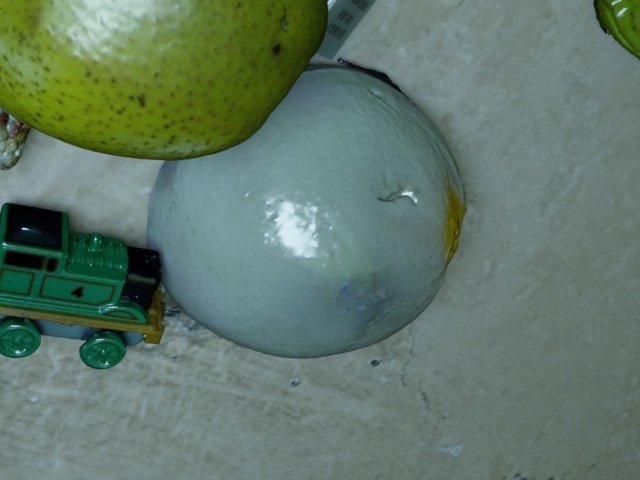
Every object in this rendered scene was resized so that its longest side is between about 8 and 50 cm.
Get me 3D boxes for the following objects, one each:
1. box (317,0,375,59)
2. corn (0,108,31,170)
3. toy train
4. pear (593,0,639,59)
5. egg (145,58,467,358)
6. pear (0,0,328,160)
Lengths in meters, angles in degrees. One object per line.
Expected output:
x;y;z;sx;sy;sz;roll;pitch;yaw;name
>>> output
0.057;-0.273;0.821;0.035;0.139;0.245;38;103;6;box
-0.325;-0.152;0.734;0.086;0.086;0.253;-41;129;3;corn
-0.238;0.040;0.872;0.228;0.091;0.136;9;125;-20;toy train
0.419;-0.243;0.934;0.164;0.255;0.238;-26;132;-11;pear
0.000;0.000;0.916;0.337;0.201;0.337;-10;120;-17;egg
-0.130;-0.196;0.681;0.294;0.294;0.294;-12;124;-19;pear
